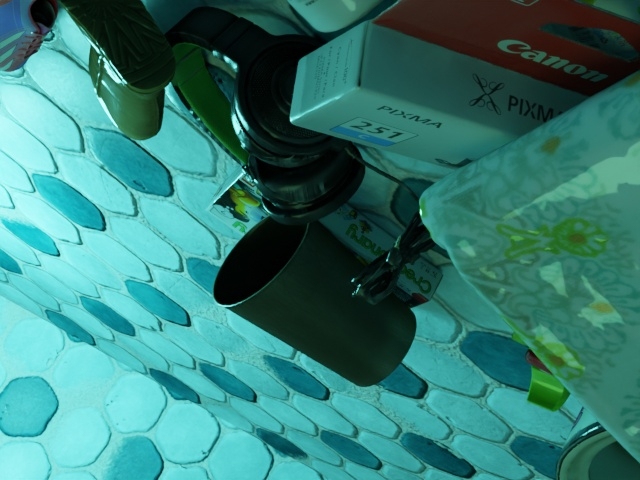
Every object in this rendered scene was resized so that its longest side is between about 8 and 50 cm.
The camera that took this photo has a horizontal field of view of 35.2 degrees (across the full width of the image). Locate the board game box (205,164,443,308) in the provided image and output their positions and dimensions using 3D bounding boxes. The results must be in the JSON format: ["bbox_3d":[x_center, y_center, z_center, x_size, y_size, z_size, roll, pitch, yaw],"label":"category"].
[{"bbox_3d":[0.000,0.000,1.408,0.305,0.053,0.193,35,156,-10],"label":"board game box"}]

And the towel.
[{"bbox_3d":[0.302,0.041,0.792,0.374,0.090,0.320,46,136,-13],"label":"towel"}]

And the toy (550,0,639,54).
[{"bbox_3d":[0.255,-0.205,0.695,0.237,0.056,0.137,-9,140,43],"label":"toy"}]

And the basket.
[{"bbox_3d":[0.004,0.081,1.321,0.227,0.154,0.204,37,150,-22],"label":"basket"}]

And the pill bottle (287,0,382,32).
[{"bbox_3d":[-0.031,-0.285,0.786,0.229,0.131,0.131,42,154,-24],"label":"pill bottle"}]

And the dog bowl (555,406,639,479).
[{"bbox_3d":[0.473,0.232,1.102,0.408,0.150,0.408,13,145,9],"label":"dog bowl"}]

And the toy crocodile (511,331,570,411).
[{"bbox_3d":[0.296,0.103,1.196,0.115,0.105,0.340,26,155,12],"label":"toy crocodile"}]

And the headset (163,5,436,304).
[{"bbox_3d":[-0.039,-0.094,1.106,0.394,0.185,0.243,34,159,23],"label":"headset"}]

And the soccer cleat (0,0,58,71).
[{"bbox_3d":[-0.381,-0.276,1.291,0.095,0.083,0.248,28,154,-4],"label":"soccer cleat"}]

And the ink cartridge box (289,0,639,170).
[{"bbox_3d":[0.160,-0.113,0.823,0.296,0.066,0.261,13,169,-23],"label":"ink cartridge box"}]

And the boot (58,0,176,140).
[{"bbox_3d":[-0.254,-0.241,1.181,0.236,0.089,0.269,64,167,-2],"label":"boot"}]
